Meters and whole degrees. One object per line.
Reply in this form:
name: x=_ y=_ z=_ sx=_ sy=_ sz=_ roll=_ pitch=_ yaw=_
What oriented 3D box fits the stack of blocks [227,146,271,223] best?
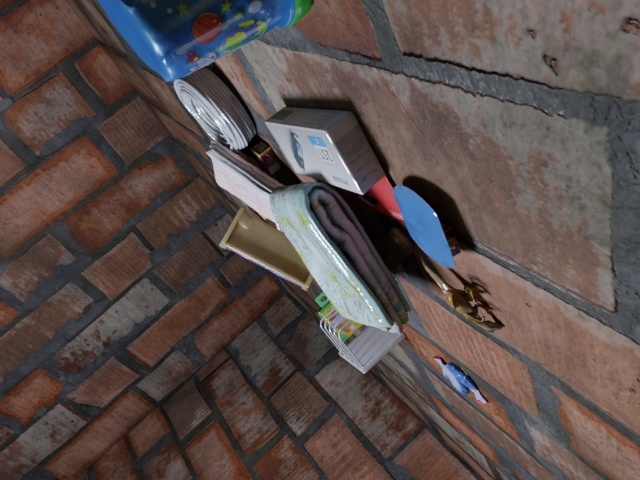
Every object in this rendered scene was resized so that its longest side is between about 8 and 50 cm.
stack of blocks: x=-0.258 y=-0.211 z=1.877 sx=0.171 sy=0.087 sz=0.297 roll=40 pitch=166 yaw=39

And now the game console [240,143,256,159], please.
game console: x=-0.226 y=-0.305 z=1.624 sx=0.107 sy=0.071 sz=0.122 roll=16 pitch=-162 yaw=-47

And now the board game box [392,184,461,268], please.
board game box: x=0.186 y=-0.032 z=0.901 sx=0.133 sy=0.033 sz=0.168 roll=41 pitch=163 yaw=56

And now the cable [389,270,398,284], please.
cable: x=0.088 y=0.029 z=1.365 sx=0.287 sy=0.072 sz=0.139 roll=47 pitch=-170 yaw=32

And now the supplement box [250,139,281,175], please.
supplement box: x=-0.155 y=-0.234 z=1.504 sx=0.055 sy=0.043 sz=0.083 roll=39 pitch=165 yaw=41

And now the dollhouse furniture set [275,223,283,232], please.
dollhouse furniture set: x=-0.129 y=-0.047 z=2.151 sx=0.081 sy=0.091 sz=0.114 roll=-51 pitch=-50 yaw=-61

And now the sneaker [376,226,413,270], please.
sneaker: x=0.151 y=0.032 z=1.147 sx=0.066 sy=0.071 sz=0.188 roll=46 pitch=169 yaw=16

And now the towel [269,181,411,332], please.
towel: x=0.027 y=0.035 z=1.215 sx=0.374 sy=0.090 sz=0.321 roll=58 pitch=163 yaw=-13

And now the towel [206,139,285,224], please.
towel: x=-0.190 y=-0.145 z=1.609 sx=0.332 sy=0.053 sz=0.317 roll=34 pitch=168 yaw=5

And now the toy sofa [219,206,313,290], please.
toy sofa: x=-0.173 y=0.037 z=1.925 sx=0.363 sy=0.150 sz=0.177 roll=28 pitch=166 yaw=-5

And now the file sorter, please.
file sorter: x=0.135 y=0.318 z=1.895 sx=0.173 sy=0.193 sz=0.278 roll=53 pitch=169 yaw=-8

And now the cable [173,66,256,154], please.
cable: x=-0.284 y=-0.359 z=1.444 sx=0.257 sy=0.089 sz=0.257 roll=47 pitch=168 yaw=-13

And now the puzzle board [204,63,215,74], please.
puzzle board: x=-0.321 y=-0.487 z=1.369 sx=0.128 sy=0.011 sz=0.096 roll=48 pitch=169 yaw=4

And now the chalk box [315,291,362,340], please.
chalk box: x=0.072 y=0.309 z=2.266 sx=0.213 sy=0.132 sz=0.132 roll=47 pitch=170 yaw=2

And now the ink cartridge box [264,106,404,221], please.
ink cartridge box: x=0.031 y=-0.138 z=1.049 sx=0.261 sy=0.066 sz=0.296 roll=55 pitch=168 yaw=-27

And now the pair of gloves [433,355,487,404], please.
pair of gloves: x=0.411 y=0.417 z=1.589 sx=0.159 sy=0.023 sz=0.198 roll=50 pitch=168 yaw=-7

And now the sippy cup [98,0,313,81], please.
sippy cup: x=-0.166 y=-0.340 z=0.701 sx=0.240 sy=0.224 sz=0.305 roll=44 pitch=169 yaw=27

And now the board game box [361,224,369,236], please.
board game box: x=0.071 y=-0.027 z=1.382 sx=0.126 sy=0.026 sz=0.186 roll=46 pitch=169 yaw=15

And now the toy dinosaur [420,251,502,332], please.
toy dinosaur: x=0.256 y=0.106 z=1.013 sx=0.211 sy=0.064 sz=0.112 roll=47 pitch=170 yaw=9
